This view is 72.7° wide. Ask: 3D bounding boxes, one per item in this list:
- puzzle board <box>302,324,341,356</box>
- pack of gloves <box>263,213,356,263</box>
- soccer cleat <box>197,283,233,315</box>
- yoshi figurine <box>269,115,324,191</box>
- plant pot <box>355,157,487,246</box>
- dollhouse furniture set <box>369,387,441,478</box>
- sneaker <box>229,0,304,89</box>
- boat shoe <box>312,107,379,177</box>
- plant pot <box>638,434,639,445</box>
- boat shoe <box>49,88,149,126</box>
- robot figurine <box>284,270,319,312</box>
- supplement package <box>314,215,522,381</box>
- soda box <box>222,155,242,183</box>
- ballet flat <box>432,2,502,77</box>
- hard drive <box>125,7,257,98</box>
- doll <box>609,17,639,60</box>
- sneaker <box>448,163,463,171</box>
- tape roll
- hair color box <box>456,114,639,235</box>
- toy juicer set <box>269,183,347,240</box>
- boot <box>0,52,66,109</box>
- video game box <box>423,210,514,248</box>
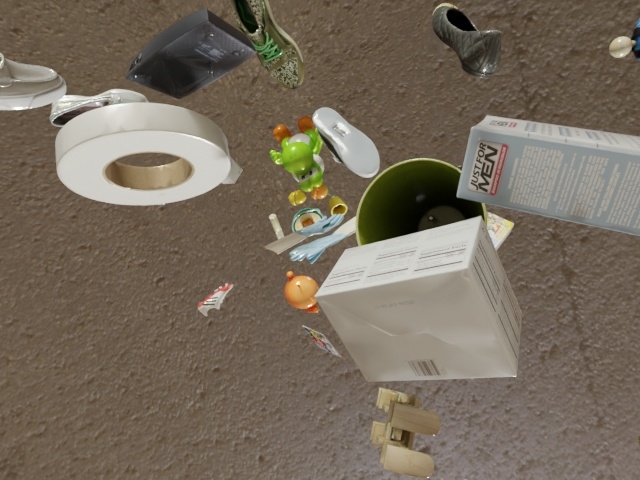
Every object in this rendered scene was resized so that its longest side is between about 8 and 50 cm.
[{"bbox_3d":[0.003,0.318,1.366,0.011,0.096,0.128,-51,129,-22],"label":"puzzle board"},{"bbox_3d":[0.000,0.000,1.091,0.231,0.195,0.046,-28,111,-25],"label":"pack of gloves"},{"bbox_3d":[-0.207,0.119,0.877,0.083,0.029,0.036,-35,94,-15],"label":"soccer cleat"},{"bbox_3d":[-0.076,-0.331,1.564,0.202,0.362,0.204,11,129,-25],"label":"yoshi figurine"},{"bbox_3d":[0.262,-0.029,1.034,0.274,0.293,0.275,-1,88,25],"label":"plant pot"},{"bbox_3d":[0.214,0.346,0.907,0.160,0.212,0.243,13,78,2],"label":"dollhouse furniture set"},{"bbox_3d":[-0.204,-0.698,1.513,0.157,0.182,0.410,-22,120,26],"label":"sneaker"},{"bbox_3d":[0.080,-0.297,1.400,0.113,0.306,0.105,-39,155,-10],"label":"boat shoe"},{"bbox_3d":[0.697,0.421,0.876,0.083,0.081,0.082,0,149,-24],"label":"plant pot"},{"bbox_3d":[-0.762,-0.448,1.514,0.319,0.103,0.118,-6,139,-12],"label":"boat shoe"},{"bbox_3d":[-0.071,0.199,1.669,0.127,0.219,0.158,2,84,-10],"label":"robot figurine"},{"bbox_3d":[0.166,0.107,0.723,0.261,0.145,0.204,-15,114,36],"label":"supplement package"},{"bbox_3d":[-0.380,-0.295,1.553,0.216,0.073,0.069,47,60,-42],"label":"soda box"},{"bbox_3d":[0.172,-0.243,0.504,0.057,0.173,0.049,7,133,-12],"label":"ballet flat"},{"bbox_3d":[-0.288,-0.406,0.962,0.254,0.172,0.054,-17,80,29],"label":"hard drive"},{"bbox_3d":[0.645,-0.389,0.809,0.188,0.046,0.129,-13,97,23],"label":"doll"},{"bbox_3d":[0.473,-0.192,1.534,0.289,0.106,0.123,5,135,-48],"label":"sneaker"},{"bbox_3d":[-0.413,-0.190,1.047,0.391,0.392,0.072,-10,76,-9],"label":"tape roll"},{"bbox_3d":[0.417,-0.098,0.653,0.373,0.185,0.114,16,116,22],"label":"hair color box"},{"bbox_3d":[-0.071,-0.089,1.690,0.328,0.090,0.209,-35,135,11],"label":"toy juicer set"},{"bbox_3d":[-0.530,-0.277,0.676,0.095,0.258,0.124,37,128,18],"label":"boot"},{"bbox_3d":[0.415,-0.027,1.226,0.205,0.187,0.048,-38,145,-36],"label":"video game box"}]
